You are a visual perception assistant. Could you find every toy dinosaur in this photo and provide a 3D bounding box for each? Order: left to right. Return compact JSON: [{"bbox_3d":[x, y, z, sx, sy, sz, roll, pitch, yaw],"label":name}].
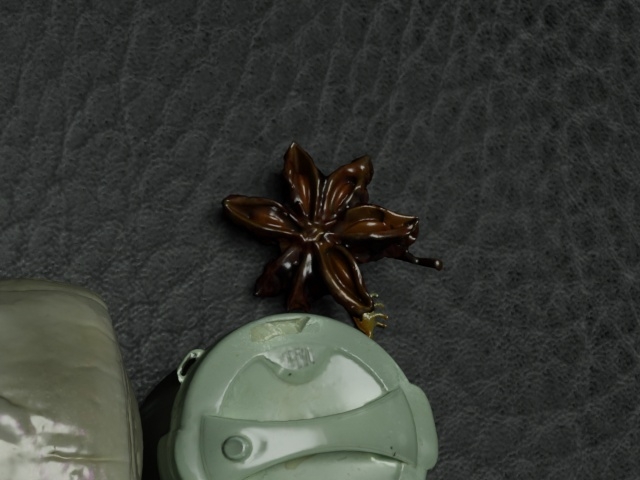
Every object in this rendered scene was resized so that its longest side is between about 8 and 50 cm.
[{"bbox_3d":[0.053,0.073,2.138,0.041,0.026,0.113,-11,87,-8],"label":"toy dinosaur"}]

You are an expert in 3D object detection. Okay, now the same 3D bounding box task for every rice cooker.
[{"bbox_3d":[-0.044,0.226,1.913,0.288,0.277,0.288,7,72,-22],"label":"rice cooker"}]

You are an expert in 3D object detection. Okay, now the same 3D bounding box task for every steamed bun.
[{"bbox_3d":[-0.293,0.184,1.805,0.247,0.236,0.383,2,55,-16],"label":"steamed bun"}]

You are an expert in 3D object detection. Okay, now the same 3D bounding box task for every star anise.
[{"bbox_3d":[0.000,0.000,2.089,0.190,0.126,0.220,-29,73,-16],"label":"star anise"}]
